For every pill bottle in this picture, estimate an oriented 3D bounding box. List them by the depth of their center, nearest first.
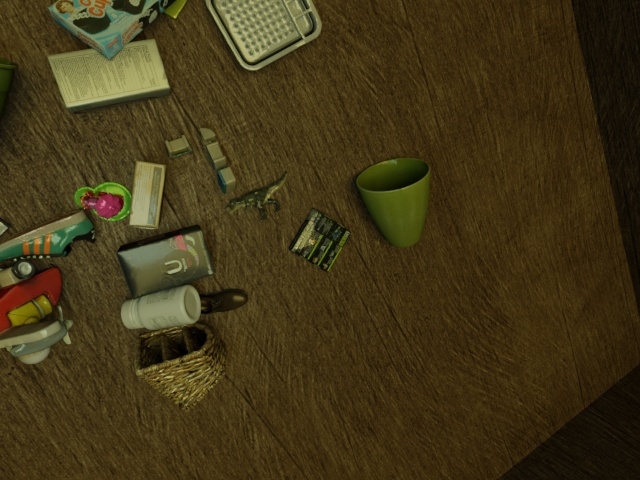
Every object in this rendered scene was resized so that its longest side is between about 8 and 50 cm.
[{"bbox_3d":[-0.529,0.227,1.401,0.229,0.131,0.131,-11,104,10],"label":"pill bottle"}]

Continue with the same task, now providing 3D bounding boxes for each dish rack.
[{"bbox_3d":[-0.191,-0.761,1.429,0.333,0.072,0.285,-34,110,-12],"label":"dish rack"}]

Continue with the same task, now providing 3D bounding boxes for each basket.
[{"bbox_3d":[-0.454,0.365,1.395,0.213,0.299,0.223,-45,111,-9],"label":"basket"}]

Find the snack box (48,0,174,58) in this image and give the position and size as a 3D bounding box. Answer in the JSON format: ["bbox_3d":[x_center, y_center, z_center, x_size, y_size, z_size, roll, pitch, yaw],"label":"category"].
[{"bbox_3d":[-0.585,-0.695,1.225,0.187,0.060,0.322,34,70,0],"label":"snack box"}]

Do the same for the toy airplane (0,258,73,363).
[{"bbox_3d":[-0.888,0.271,1.179,0.384,0.386,0.272,-38,125,-13],"label":"toy airplane"}]

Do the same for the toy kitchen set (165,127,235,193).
[{"bbox_3d":[-0.406,-0.249,1.430,0.166,0.122,0.207,-24,86,-15],"label":"toy kitchen set"}]

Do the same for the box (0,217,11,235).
[{"bbox_3d":[-1.053,-0.022,1.247,0.186,0.038,0.145,-46,111,-7],"label":"box"}]

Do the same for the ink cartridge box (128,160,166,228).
[{"bbox_3d":[-0.533,-0.146,1.315,0.088,0.235,0.193,6,97,-21],"label":"ink cartridge box"}]

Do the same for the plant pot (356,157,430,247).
[{"bbox_3d":[0.302,-0.127,1.641,0.275,0.275,0.293,-26,122,-15],"label":"plant pot"}]

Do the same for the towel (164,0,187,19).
[{"bbox_3d":[-0.449,-0.836,1.349,0.102,0.021,0.237,30,89,-17],"label":"towel"}]

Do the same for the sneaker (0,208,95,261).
[{"bbox_3d":[-0.848,0.015,1.293,0.302,0.108,0.121,-24,113,-9],"label":"sneaker"}]

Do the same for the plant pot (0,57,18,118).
[{"bbox_3d":[-1.009,-0.326,1.073,0.367,0.366,0.352,11,107,-22],"label":"plant pot"}]

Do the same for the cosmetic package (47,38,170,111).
[{"bbox_3d":[-0.626,-0.494,1.279,0.296,0.129,0.153,-17,103,-17],"label":"cosmetic package"}]

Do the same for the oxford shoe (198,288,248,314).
[{"bbox_3d":[-0.368,0.230,1.517,0.227,0.096,0.082,-7,100,-21],"label":"oxford shoe"}]

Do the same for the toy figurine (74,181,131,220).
[{"bbox_3d":[-0.679,-0.119,1.306,0.173,0.159,0.130,11,95,-21],"label":"toy figurine"}]

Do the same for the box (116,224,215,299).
[{"bbox_3d":[-0.511,0.065,1.408,0.270,0.143,0.165,-18,104,-17],"label":"box"}]

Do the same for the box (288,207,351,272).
[{"bbox_3d":[0.000,0.000,1.644,0.184,0.045,0.190,31,86,-25],"label":"box"}]

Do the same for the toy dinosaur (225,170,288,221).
[{"bbox_3d":[-0.206,-0.143,1.535,0.268,0.064,0.118,-31,102,-17],"label":"toy dinosaur"}]
